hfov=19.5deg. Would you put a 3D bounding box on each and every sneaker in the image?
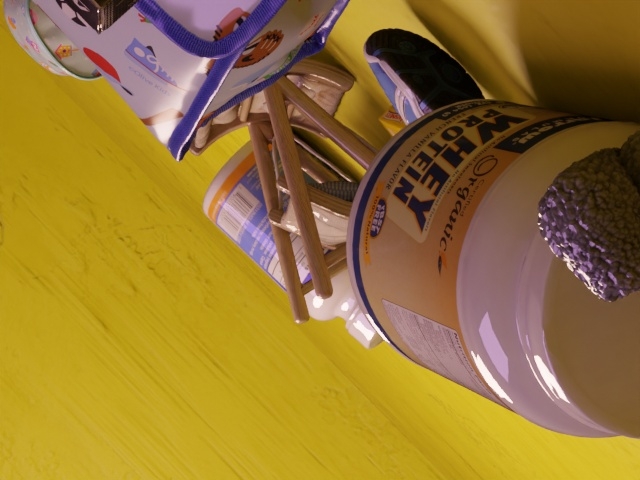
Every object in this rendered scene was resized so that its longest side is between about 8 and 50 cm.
[{"bbox_3d":[0.106,-0.091,1.595,0.211,0.080,0.081,49,133,3],"label":"sneaker"}]

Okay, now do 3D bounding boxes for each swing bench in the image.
[{"bbox_3d":[-0.012,-0.068,2.003,0.254,0.165,0.253,58,171,4],"label":"swing bench"}]

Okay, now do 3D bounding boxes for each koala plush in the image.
[{"bbox_3d":[0.274,0.004,1.104,0.221,0.196,0.203,42,-179,18],"label":"koala plush"}]

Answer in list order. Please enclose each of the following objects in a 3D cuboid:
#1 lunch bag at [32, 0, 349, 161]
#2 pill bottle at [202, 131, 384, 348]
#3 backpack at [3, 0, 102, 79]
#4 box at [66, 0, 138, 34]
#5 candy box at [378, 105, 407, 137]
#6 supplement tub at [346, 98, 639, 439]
[{"bbox_3d":[-0.118,-0.283,1.417,0.328,0.239,0.385,46,154,1],"label":"lunch bag"},{"bbox_3d":[0.000,0.000,2.265,0.272,0.152,0.152,43,170,12],"label":"pill bottle"},{"bbox_3d":[-0.256,-0.274,2.106,0.166,0.188,0.144,53,168,-33],"label":"backpack"},{"bbox_3d":[-0.119,-0.301,1.196,0.216,0.270,0.060,45,169,2],"label":"box"},{"bbox_3d":[0.143,-0.046,1.853,0.206,0.027,0.105,51,171,-27],"label":"candy box"},{"bbox_3d":[0.175,0.018,1.388,0.228,0.228,0.316,49,169,-21],"label":"supplement tub"}]
